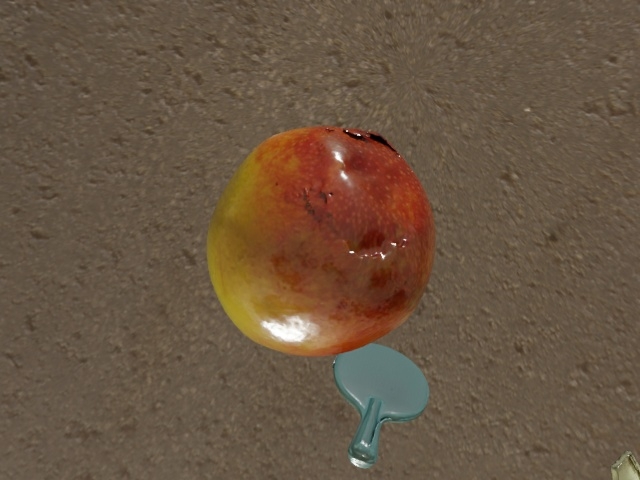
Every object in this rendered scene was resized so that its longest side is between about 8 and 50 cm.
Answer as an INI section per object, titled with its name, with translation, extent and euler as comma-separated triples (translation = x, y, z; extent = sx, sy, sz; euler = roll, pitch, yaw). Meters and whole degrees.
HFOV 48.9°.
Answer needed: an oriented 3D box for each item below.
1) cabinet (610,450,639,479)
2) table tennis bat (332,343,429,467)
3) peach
[cabinet]
translation = 0.434, 0.439, 0.746
extent = 0.227, 0.290, 0.318
euler = -35, 103, -25
[table tennis bat]
translation = 0.066, 0.188, 0.830
extent = 0.124, 0.201, 0.033
euler = 21, 121, 3
[peach]
translation = 0.000, 0.000, 0.701
extent = 0.230, 0.231, 0.231
euler = 2, 103, 7
